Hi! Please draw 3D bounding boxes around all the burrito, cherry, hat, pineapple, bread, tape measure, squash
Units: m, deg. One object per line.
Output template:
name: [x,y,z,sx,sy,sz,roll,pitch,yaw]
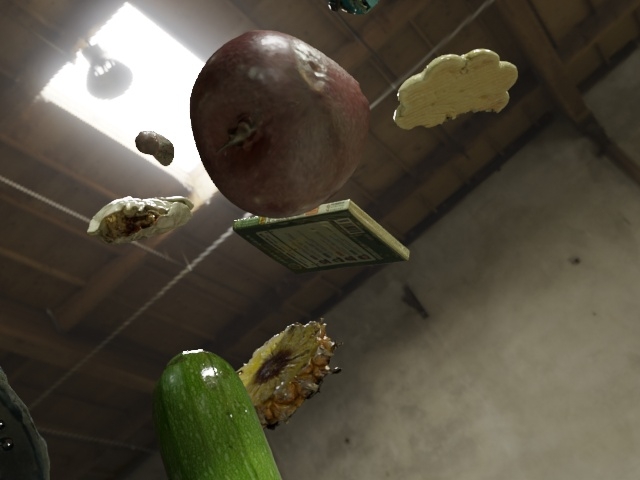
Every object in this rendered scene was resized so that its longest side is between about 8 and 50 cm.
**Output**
burrito: [-0.308,-0.044,1.443,0.117,0.076,0.392,-15,3,5]
cherry: [-0.053,-0.168,1.143,0.221,0.261,0.307,-18,7,46]
hat: [-0.319,-0.176,1.531,0.058,0.087,0.042,-45,-5,35]
pineapple: [-0.058,0.195,1.186,0.221,0.221,0.047,-38,-68,8]
bread: [0.267,-0.302,1.579,0.251,0.038,0.181,-13,-36,-10]
tape measure: [0.079,-0.515,1.609,0.146,0.125,0.081,-48,-56,-8]
squash: [-0.057,0.158,0.504,0.068,0.219,0.077,-12,-37,-21]

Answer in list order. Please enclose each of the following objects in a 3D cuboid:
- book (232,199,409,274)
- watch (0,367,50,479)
book: [0.000,0.000,1.472,0.264,0.027,0.202,-9,-31,37]
watch: [-0.238,0.169,0.495,0.069,0.192,0.206,-19,-8,7]
